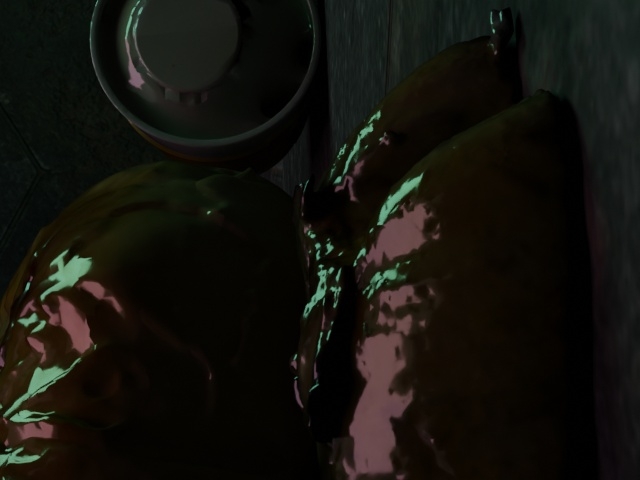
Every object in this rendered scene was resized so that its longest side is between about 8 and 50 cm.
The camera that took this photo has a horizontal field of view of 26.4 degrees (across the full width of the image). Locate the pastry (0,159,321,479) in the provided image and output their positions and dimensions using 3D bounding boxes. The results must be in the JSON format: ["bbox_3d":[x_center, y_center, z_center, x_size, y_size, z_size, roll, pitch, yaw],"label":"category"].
[{"bbox_3d":[-0.104,0.154,0.815,0.409,0.245,0.409,-56,21,34],"label":"pastry"}]

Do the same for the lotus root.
[{"bbox_3d":[0.027,0.032,0.437,0.183,0.078,0.203,120,149,-80],"label":"lotus root"}]

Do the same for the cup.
[{"bbox_3d":[-0.074,-0.168,1.188,0.241,0.185,0.226,-58,-7,-9],"label":"cup"}]
